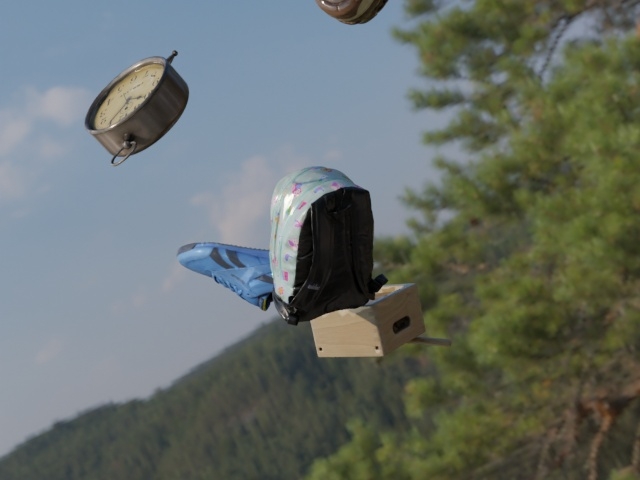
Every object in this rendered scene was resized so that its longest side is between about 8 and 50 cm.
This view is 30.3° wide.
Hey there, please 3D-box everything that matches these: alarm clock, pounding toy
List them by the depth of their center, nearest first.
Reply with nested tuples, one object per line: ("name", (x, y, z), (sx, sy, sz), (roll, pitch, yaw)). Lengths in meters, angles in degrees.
("alarm clock", (-0.222, -0.147, 1.422), (0.129, 0.064, 0.192), (-25, 32, 24))
("pounding toy", (0.084, 0.118, 1.617), (0.130, 0.100, 0.141), (-5, 10, 38))

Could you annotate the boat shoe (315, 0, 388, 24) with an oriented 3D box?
("boat shoe", (0.085, -0.355, 1.303), (0.257, 0.095, 0.095), (-55, -26, 10))

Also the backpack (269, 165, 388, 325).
("backpack", (0.000, 0.000, 1.489), (0.152, 0.181, 0.115), (-18, 34, -32))

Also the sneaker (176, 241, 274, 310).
("sneaker", (-0.110, 0.052, 1.669), (0.209, 0.082, 0.069), (8, -11, 14))
